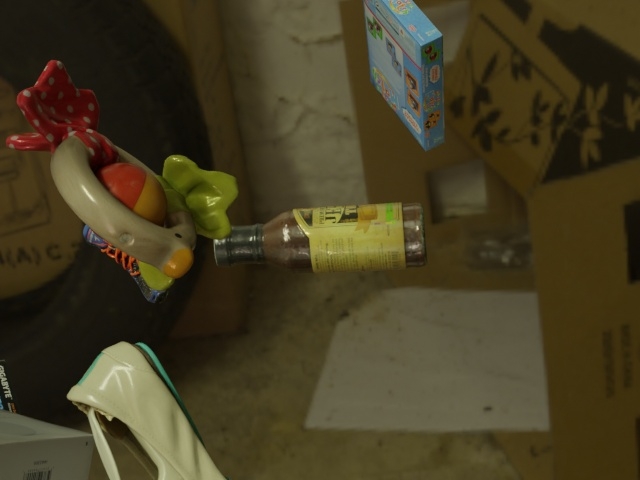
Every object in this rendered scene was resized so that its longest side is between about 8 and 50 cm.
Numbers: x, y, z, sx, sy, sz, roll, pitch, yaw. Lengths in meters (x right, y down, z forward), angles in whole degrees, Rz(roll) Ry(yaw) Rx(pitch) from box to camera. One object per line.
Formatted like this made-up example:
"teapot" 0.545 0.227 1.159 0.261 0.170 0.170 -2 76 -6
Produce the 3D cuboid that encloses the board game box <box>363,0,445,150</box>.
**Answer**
"board game box" 0.114 -0.247 1.579 0.039 0.211 0.160 -26 56 -12

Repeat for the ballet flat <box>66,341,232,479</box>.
"ballet flat" -0.110 0.196 0.897 0.086 0.248 0.086 -36 1 0

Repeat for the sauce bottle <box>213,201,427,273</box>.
"sauce bottle" 0.000 0.000 1.871 0.344 0.111 0.111 -4 30 3

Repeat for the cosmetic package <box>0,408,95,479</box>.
"cosmetic package" -0.483 0.322 1.624 0.224 0.138 0.224 10 0 30

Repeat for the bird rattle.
"bird rattle" -0.195 -0.059 1.139 0.143 0.253 0.207 -41 27 9

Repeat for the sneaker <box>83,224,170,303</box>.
"sneaker" -0.258 -0.004 1.467 0.087 0.083 0.221 -13 54 -37

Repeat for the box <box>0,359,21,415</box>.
"box" -0.542 0.341 1.940 0.051 0.175 0.220 -5 46 -29
